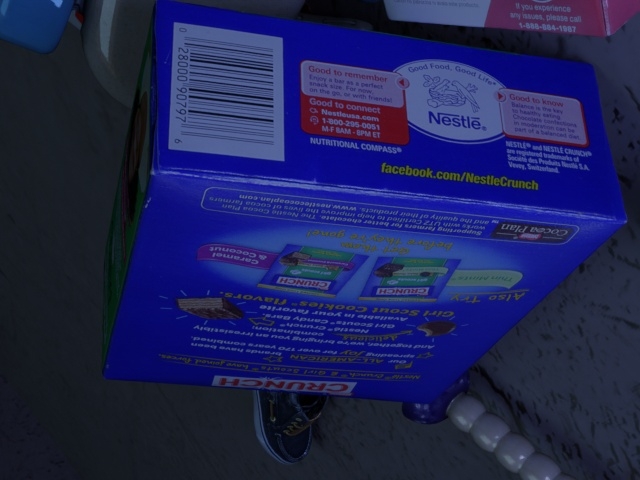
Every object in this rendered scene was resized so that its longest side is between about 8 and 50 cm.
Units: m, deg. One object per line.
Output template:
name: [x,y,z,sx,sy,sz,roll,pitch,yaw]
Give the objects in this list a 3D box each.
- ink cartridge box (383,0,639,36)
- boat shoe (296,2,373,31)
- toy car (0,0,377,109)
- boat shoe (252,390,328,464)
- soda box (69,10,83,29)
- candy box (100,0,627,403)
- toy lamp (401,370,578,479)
ink cartridge box: [0.087,-0.223,0.518,0.158,0.092,0.218,18,136,47]
boat shoe: [-0.015,-0.157,0.789,0.137,0.049,0.043,29,99,42]
toy car: [-0.085,-0.218,0.721,0.210,0.219,0.238,-61,23,29]
boat shoe: [-0.028,0.185,1.133,0.083,0.065,0.183,26,139,43]
soda box: [-0.205,-0.240,0.948,0.216,0.074,0.069,39,147,26]
candy box: [0.000,0.000,0.699,0.317,0.268,0.122,120,152,-58]
toy lamp: [0.184,0.195,0.818,0.274,0.080,0.080,36,146,30]
